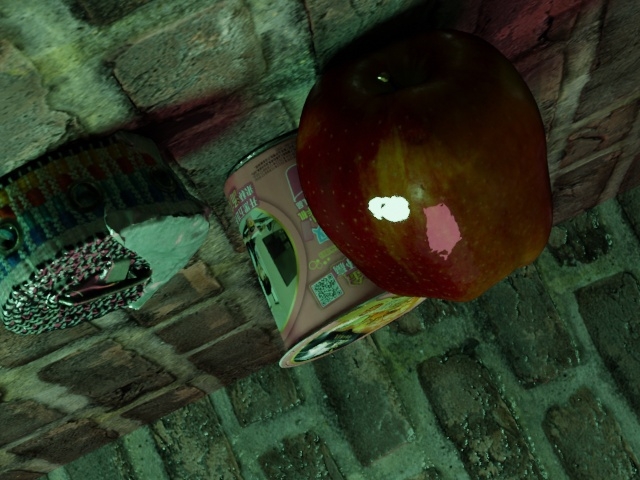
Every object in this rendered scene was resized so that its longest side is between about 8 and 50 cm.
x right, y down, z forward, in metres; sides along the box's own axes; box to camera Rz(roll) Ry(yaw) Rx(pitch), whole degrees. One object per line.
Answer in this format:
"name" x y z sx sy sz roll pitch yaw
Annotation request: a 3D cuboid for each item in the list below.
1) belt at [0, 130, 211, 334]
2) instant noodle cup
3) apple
"belt" -0.253 -0.008 1.719 0.257 0.150 0.207 -21 157 -27
"instant noodle cup" 0.000 0.000 2.009 0.244 0.255 0.244 -26 168 -6
"apple" 0.122 -0.087 1.798 0.288 0.288 0.317 -26 126 1
